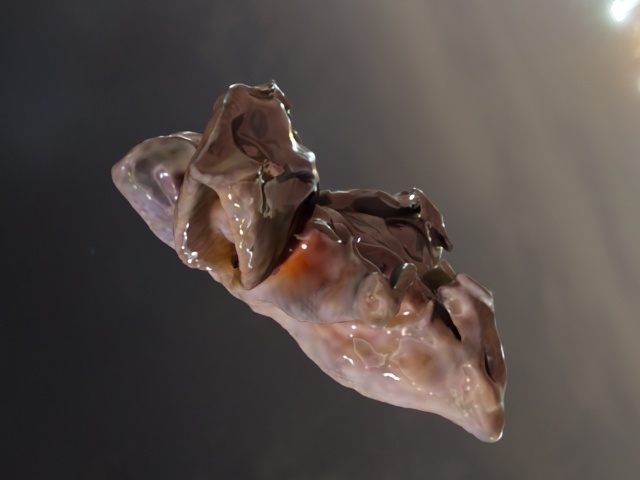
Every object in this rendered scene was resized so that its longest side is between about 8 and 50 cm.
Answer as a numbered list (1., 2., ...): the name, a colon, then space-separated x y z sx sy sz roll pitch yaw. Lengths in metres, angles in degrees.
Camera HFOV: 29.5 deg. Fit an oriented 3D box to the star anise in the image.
1. star anise: 0.003 0.002 0.635 0.258 0.110 0.198 33 -179 -30
